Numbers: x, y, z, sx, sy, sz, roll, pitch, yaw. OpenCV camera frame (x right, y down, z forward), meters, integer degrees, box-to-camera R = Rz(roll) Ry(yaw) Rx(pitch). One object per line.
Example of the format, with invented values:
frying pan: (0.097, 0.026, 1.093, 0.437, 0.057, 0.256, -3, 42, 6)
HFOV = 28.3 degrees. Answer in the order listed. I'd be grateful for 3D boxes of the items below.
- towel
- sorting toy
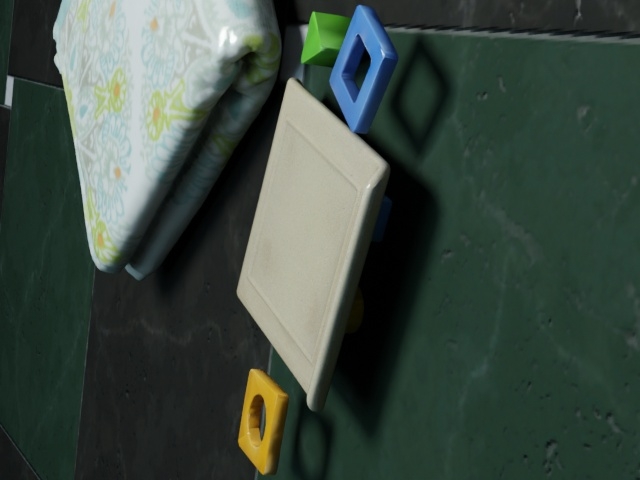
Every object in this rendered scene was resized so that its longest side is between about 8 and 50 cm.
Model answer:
towel: (-0.148, -0.184, 1.178, 0.374, 0.090, 0.320, -53, 45, 48)
sorting toy: (0.000, 0.000, 0.905, 0.196, 0.047, 0.347, -126, 47, -58)
